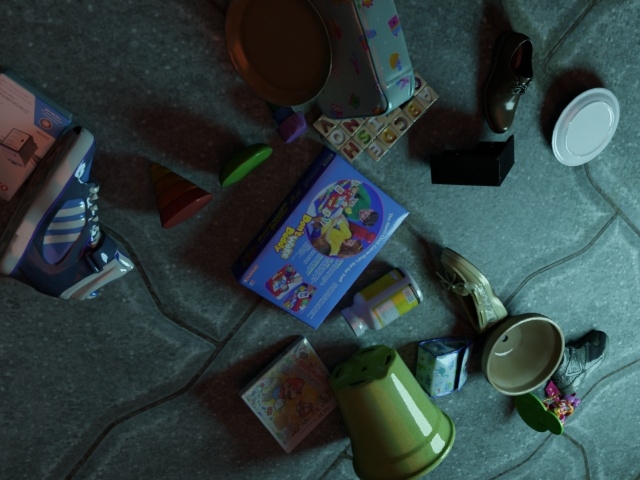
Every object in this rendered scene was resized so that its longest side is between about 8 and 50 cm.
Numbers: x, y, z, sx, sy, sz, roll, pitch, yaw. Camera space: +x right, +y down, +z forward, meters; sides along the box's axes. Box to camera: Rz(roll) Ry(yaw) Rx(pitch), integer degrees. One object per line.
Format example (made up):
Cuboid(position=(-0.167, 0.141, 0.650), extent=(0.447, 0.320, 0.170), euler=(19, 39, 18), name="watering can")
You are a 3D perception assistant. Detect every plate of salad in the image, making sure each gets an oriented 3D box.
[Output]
Cuboid(position=(0.644, -0.279, 1.543), extent=(0.200, 0.048, 0.200), euler=(-12, 125, -18), name="plate of salad")

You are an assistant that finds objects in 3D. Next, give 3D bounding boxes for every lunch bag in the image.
Cuboid(position=(0.334, 0.329, 1.657), extent=(0.151, 0.096, 0.128), euler=(-7, 114, -29), name="lunch bag")
Cuboid(position=(0.048, -0.373, 1.195), extent=(0.108, 0.224, 0.279), euler=(-35, 115, -31), name="lunch bag")

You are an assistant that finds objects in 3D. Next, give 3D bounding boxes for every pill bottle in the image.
Cuboid(position=(0.144, 0.150, 1.508), extent=(0.184, 0.103, 0.103), euler=(-32, 118, -4), name="pill bottle")

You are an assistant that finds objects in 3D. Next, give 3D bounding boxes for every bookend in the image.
Cuboid(position=(0.353, -0.187, 1.452), extent=(0.157, 0.156, 0.072), euler=(-42, 131, -51), name="bookend")

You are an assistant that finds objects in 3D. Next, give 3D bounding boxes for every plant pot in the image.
Cuboid(position=(0.522, 0.286, 1.692), extent=(0.237, 0.110, 0.237), euler=(-7, 114, -17), name="plant pot")
Cuboid(position=(-0.075, -0.369, 1.183), extent=(0.032, 0.236, 0.236), euler=(-46, 127, -43), name="plant pot")
Cuboid(position=(0.153, 0.408, 1.545), extent=(0.276, 0.276, 0.254), euler=(-29, 106, -6), name="plant pot")

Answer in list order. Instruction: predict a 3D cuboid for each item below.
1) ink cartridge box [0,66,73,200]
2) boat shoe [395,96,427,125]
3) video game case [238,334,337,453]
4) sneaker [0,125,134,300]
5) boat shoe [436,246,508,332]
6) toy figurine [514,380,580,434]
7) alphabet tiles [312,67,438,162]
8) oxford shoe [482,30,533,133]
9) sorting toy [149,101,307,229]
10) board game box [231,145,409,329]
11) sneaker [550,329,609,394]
Cuboid(position=(-0.563, -0.190, 1.135), extent=(0.140, 0.082, 0.190), euler=(37, 94, -28), name="ink cartridge box")
Cuboid(position=(0.173, -0.271, 1.384), extent=(0.133, 0.042, 0.049), euler=(-32, 121, -3), name="boat shoe")
Cuboid(position=(-0.064, 0.378, 1.542), extent=(0.206, 0.026, 0.227), euler=(-41, 119, -17), name="video game case")
Cuboid(position=(-0.451, -0.034, 1.224), extent=(0.236, 0.130, 0.322), euler=(29, 95, -37), name="sneaker")
Cuboid(position=(0.374, 0.130, 1.579), extent=(0.089, 0.104, 0.285), euler=(-43, 119, -2), name="boat shoe")
Cuboid(position=(0.674, 0.462, 1.800), extent=(0.159, 0.173, 0.130), euler=(-23, 111, -23), name="toy figurine")
Cuboid(position=(0.105, -0.292, 1.344), extent=(0.198, 0.009, 0.237), euler=(43, 93, -15), name="alphabet tiles")
Cuboid(position=(0.424, -0.347, 1.411), extent=(0.083, 0.096, 0.227), euler=(-7, 115, -19), name="oxford shoe")
Cuboid(position=(-0.202, -0.177, 1.275), extent=(0.365, 0.127, 0.126), euler=(-37, 89, -5), name="sorting toy")
Cuboid(position=(0.000, 0.000, 1.410), extent=(0.233, 0.078, 0.347), euler=(36, 96, -27), name="board game box")
Cuboid(position=(0.720, 0.314, 1.783), extent=(0.227, 0.087, 0.130), euler=(-42, 97, -16), name="sneaker")
